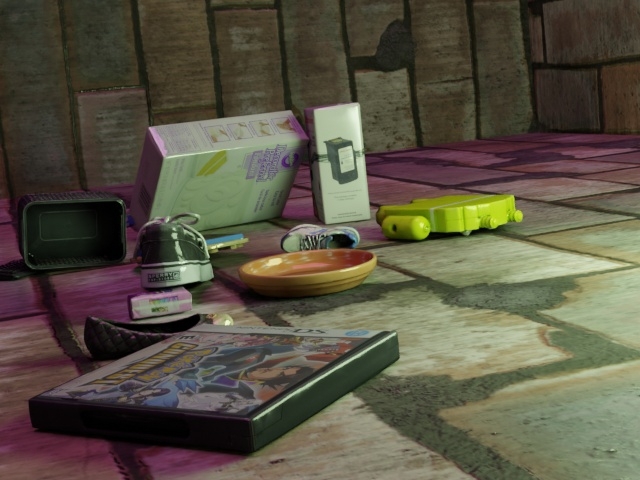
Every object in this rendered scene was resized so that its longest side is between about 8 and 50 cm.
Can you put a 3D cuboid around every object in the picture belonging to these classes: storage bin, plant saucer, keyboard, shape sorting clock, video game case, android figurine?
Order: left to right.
[{"bbox_3d":[-0.542,0.045,1.901,0.108,0.023,0.180,-2,9,23],"label":"keyboard"},{"bbox_3d":[-0.446,-0.021,1.868,0.180,0.122,0.084,-4,13,-23],"label":"storage bin"},{"bbox_3d":[-0.225,0.019,1.796,0.206,0.040,0.206,-8,5,1],"label":"shape sorting clock"},{"bbox_3d":[-0.093,0.132,1.007,0.248,0.035,0.275,0,10,30],"label":"video game case"},{"bbox_3d":[-0.017,0.048,1.495,0.200,0.037,0.200,-5,10,1],"label":"plant saucer"},{"bbox_3d":[0.234,-0.045,1.862,0.248,0.056,0.273,-13,11,-39],"label":"android figurine"}]

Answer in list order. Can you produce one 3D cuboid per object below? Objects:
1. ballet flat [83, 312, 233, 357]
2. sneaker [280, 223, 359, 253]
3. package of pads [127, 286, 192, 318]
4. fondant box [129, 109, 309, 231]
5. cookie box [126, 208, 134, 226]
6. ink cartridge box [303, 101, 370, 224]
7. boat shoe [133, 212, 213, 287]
[{"bbox_3d":[-0.187,0.103,1.208,0.173,0.049,0.057,-7,10,-9],"label":"ballet flat"},{"bbox_3d":[0.000,0.000,1.748,0.135,0.052,0.058,-7,13,-3],"label":"sneaker"},{"bbox_3d":[-0.218,0.084,1.407,0.083,0.031,0.050,-8,6,-17],"label":"package of pads"},{"bbox_3d":[-0.211,-0.136,2.157,0.330,0.238,0.096,-12,53,-30],"label":"fondant box"},{"bbox_3d":[-0.497,-0.046,2.393,0.107,0.040,0.092,-2,9,17],"label":"cookie box"},{"bbox_3d":[0.032,-0.164,2.163,0.100,0.237,0.172,-7,9,-8],"label":"ink cartridge box"},{"bbox_3d":[-0.224,0.013,1.547,0.113,0.104,0.306,-5,0,1],"label":"boat shoe"}]
